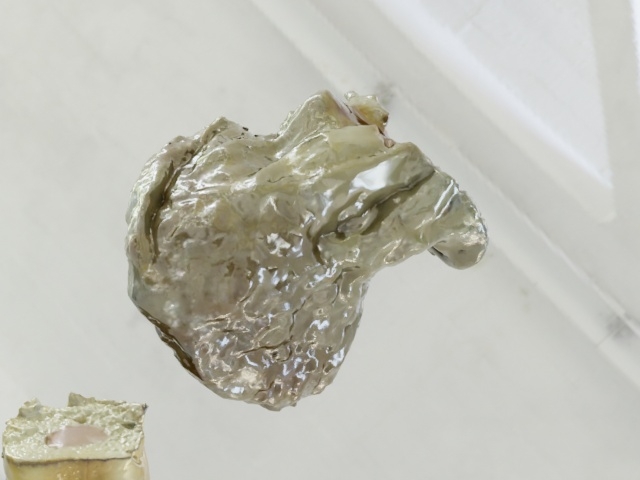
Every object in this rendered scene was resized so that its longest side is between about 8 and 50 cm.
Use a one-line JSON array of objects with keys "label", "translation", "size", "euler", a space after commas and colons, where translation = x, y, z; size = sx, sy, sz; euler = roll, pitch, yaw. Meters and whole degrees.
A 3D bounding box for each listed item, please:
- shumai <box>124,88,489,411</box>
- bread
[{"label": "shumai", "translation": [0.000, 0.000, 0.993], "size": [0.262, 0.314, 0.267], "euler": [-19, -97, 24]}, {"label": "bread", "translation": [-0.221, 0.231, 1.041], "size": [0.085, 0.134, 0.173], "euler": [-114, -154, -59]}]
